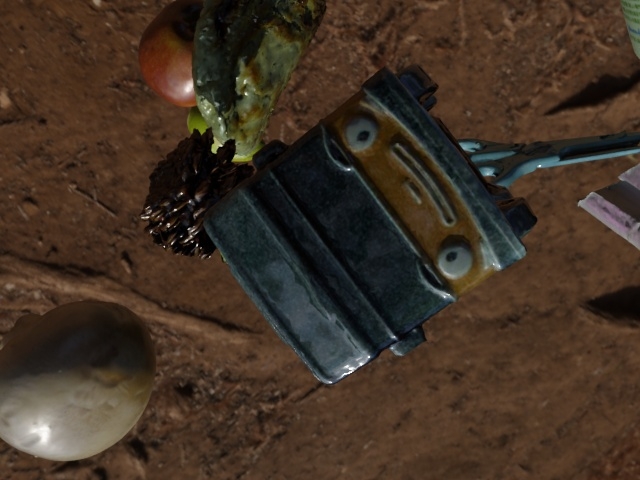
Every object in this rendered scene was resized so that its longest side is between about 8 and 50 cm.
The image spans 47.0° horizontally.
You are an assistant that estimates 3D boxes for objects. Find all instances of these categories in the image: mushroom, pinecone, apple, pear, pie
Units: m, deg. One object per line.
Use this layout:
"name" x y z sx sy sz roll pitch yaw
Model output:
"mushroom" -0.439 0.209 1.262 0.293 0.290 0.292 -24 131 -31
"pinecone" -0.190 -0.062 1.222 0.222 0.221 0.221 -25 137 -26
"apple" -0.287 -0.420 1.625 0.230 0.230 0.229 -25 137 -26
"pear" -0.254 -0.314 2.063 0.187 0.220 0.187 -63 174 -12
"pie" -0.128 -0.363 1.459 0.395 0.181 0.417 -32 141 -76

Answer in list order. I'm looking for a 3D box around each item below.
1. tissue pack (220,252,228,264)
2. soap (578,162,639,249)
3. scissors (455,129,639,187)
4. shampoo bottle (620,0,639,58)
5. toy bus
"tissue pack" -0.006 -0.002 1.063 0.236 0.173 0.073 -32 138 -24
"soap" 0.440 -0.096 0.812 0.159 0.302 0.257 -12 121 -16
"scissors" 0.331 -0.129 1.135 0.393 0.180 0.032 -7 125 8
"shampoo bottle" 0.464 -0.418 0.984 0.151 0.222 0.349 -24 113 9
"toy bus" 0.042 -0.020 0.517 0.167 0.138 0.275 -37 180 11
